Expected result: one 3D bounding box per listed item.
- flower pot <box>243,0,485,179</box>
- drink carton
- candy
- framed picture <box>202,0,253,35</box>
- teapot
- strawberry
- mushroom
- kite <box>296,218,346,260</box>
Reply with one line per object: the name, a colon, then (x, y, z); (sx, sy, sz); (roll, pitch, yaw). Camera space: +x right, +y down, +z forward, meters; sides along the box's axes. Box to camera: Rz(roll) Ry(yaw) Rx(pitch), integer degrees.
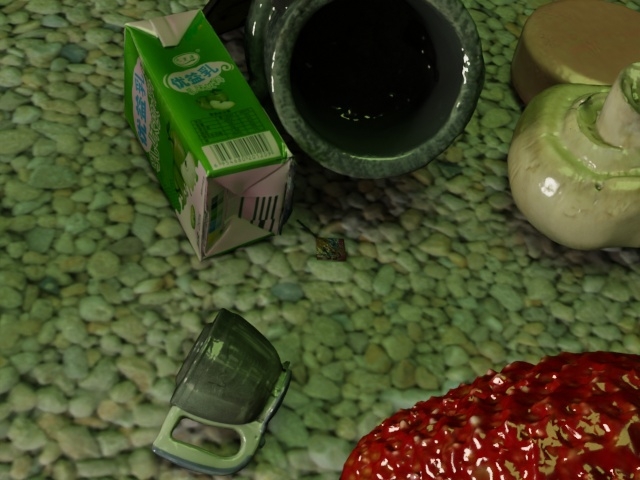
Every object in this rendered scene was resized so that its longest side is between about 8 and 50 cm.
flower pot: (0.032, -0.217, 1.219); (0.299, 0.299, 0.283); (5, 20, -6)
drink carton: (-0.137, -0.121, 1.190); (0.108, 0.161, 0.271); (-16, 56, -23)
candy: (0.394, -0.236, 1.419); (0.255, 0.094, 0.255); (5, 47, -6)
framed picture: (-0.012, -0.363, 1.375); (0.339, 0.255, 0.014); (-27, 90, -29)
teapot: (-0.088, 0.148, 0.999); (0.108, 0.111, 0.149); (28, 44, -4)
strawberry: (0.178, 0.240, 0.881); (0.351, 0.267, 0.312); (1, 52, 20)
mushroom: (0.356, -0.114, 1.217); (0.254, 0.234, 0.260); (33, 51, 24)
kite: (0.006, -0.002, 1.212); (0.044, 0.002, 0.078); (-14, 54, -21)
